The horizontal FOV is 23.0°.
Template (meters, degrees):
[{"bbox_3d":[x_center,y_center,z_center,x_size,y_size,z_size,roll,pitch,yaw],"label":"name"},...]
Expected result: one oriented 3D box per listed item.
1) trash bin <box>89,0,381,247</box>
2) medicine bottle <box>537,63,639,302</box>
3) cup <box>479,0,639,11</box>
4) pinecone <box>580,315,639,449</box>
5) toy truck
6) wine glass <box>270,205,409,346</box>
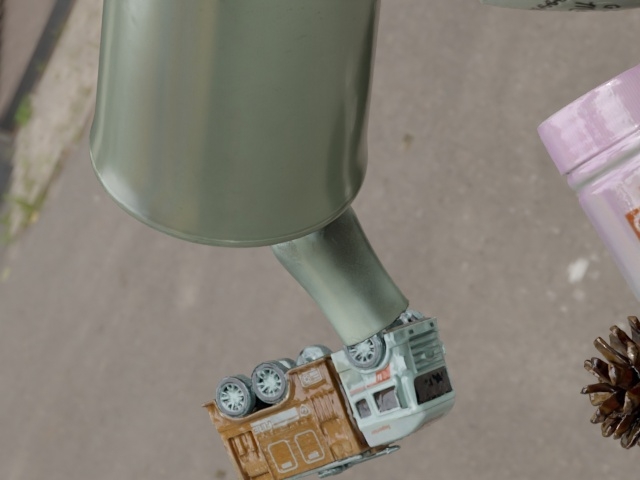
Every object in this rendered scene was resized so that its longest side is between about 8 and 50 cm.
[{"bbox_3d":[-0.075,-0.199,1.475,0.280,0.280,0.432,-90,6,-45],"label":"trash bin"},{"bbox_3d":[0.450,-0.065,2.092,0.202,0.316,0.202,-31,-4,-2],"label":"medicine bottle"},{"bbox_3d":[0.318,-0.385,2.034,0.258,0.234,0.186,-45,-51,-73],"label":"cup"},{"bbox_3d":[0.396,0.168,1.807,0.208,0.207,0.208,-49,28,37],"label":"pinecone"},{"bbox_3d":[0.019,0.203,1.945,0.305,0.136,0.162,-23,85,32],"label":"toy truck"},{"bbox_3d":[0.000,0.000,1.727,0.103,0.231,0.103,-35,7,5],"label":"wine glass"}]
